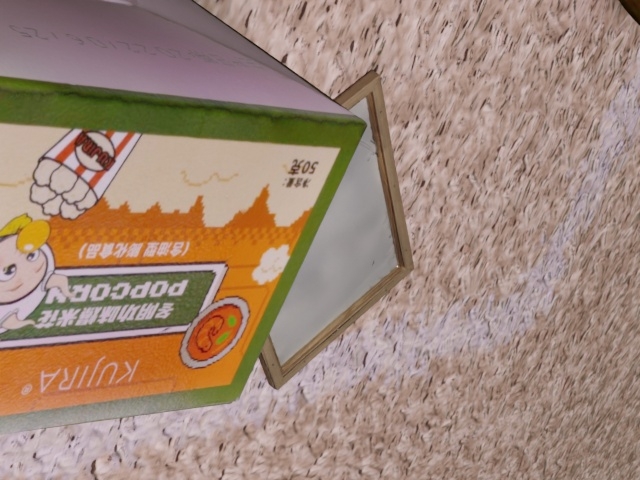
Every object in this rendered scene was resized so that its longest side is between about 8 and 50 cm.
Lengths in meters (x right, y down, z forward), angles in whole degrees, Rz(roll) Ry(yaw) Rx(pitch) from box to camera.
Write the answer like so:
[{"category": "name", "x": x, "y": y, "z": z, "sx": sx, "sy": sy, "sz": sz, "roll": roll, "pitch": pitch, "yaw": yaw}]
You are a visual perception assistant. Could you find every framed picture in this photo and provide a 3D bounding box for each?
[{"category": "framed picture", "x": 0.000, "y": 0.000, "z": 0.840, "sx": 0.136, "sy": 0.010, "sz": 0.201, "roll": -41, "pitch": 146, "yaw": -19}]

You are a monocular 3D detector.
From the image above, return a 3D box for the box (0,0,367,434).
[{"category": "box", "x": -0.126, "y": -0.030, "z": 0.495, "sx": 0.195, "sy": 0.177, "sz": 0.148, "roll": 0, "pitch": 122, "yaw": -51}]

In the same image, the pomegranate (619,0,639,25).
[{"category": "pomegranate", "x": 0.279, "y": -0.217, "z": 0.849, "sx": 0.180, "sy": 0.180, "sz": 0.209, "roll": 30, "pitch": 68, "yaw": -57}]
